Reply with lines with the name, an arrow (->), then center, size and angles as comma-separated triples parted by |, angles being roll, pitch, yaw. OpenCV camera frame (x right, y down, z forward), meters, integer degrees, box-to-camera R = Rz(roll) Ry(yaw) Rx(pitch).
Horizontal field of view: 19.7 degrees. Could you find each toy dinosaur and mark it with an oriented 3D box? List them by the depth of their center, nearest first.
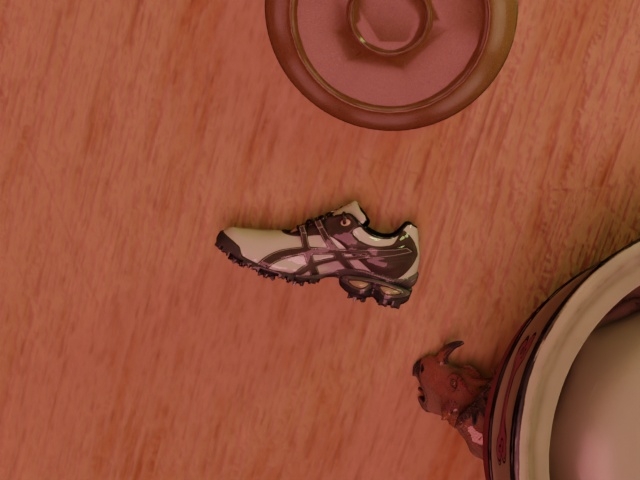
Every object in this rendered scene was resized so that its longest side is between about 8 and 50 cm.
toy dinosaur -> 0.243, 0.192, 1.788 | 0.295, 0.127, 0.200 | -4, 103, 1

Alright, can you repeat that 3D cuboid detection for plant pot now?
plant pot -> 0.064, -0.210, 1.698 | 0.236, 0.032, 0.236 | 2, 111, 5

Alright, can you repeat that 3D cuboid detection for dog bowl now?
dog bowl -> 0.329, 0.186, 1.680 | 0.408, 0.150, 0.408 | 0, 89, -19

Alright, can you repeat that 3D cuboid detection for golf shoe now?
golf shoe -> 0.000, 0.000, 1.767 | 0.198, 0.077, 0.094 | 13, 100, -7
